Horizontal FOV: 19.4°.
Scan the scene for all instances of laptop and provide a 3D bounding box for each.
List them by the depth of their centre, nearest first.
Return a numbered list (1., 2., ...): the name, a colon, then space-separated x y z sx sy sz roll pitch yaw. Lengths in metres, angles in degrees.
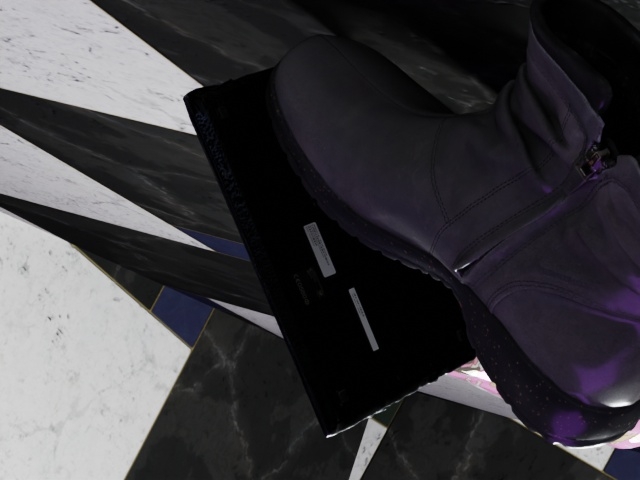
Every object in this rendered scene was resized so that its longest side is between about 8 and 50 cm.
1. laptop: 0.000 0.000 1.298 0.136 0.234 0.264 -24 179 42

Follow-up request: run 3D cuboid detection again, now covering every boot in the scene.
1. boot: 0.107 -0.065 1.083 0.338 0.118 0.223 45 143 25

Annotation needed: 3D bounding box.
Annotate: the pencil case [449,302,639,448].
1. pencil case: 0.181 0.072 1.759 0.386 0.160 0.167 23 171 -34
